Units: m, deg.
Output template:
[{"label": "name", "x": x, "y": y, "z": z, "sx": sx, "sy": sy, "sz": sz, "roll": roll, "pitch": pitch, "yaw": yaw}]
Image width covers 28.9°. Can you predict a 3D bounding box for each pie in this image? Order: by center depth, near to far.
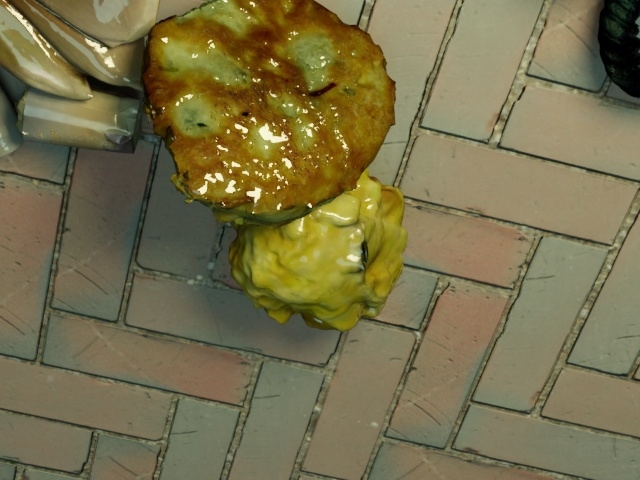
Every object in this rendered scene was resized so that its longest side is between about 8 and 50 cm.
[{"label": "pie", "x": -0.064, "y": -0.163, "z": 1.498, "sx": 0.288, "sy": 0.354, "sz": 0.103, "roll": 54, "pitch": 147, "yaw": 6}]

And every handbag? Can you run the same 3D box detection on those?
[{"label": "handbag", "x": -0.321, "y": -0.162, "z": 1.625, "sx": 0.173, "sy": 0.117, "sz": 0.095, "roll": 14, "pitch": 80, "yaw": -5}]

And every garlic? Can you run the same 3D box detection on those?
[{"label": "garlic", "x": -0.321, "y": -0.329, "z": 1.503, "sx": 0.325, "sy": 0.132, "sz": 0.279, "roll": 30, "pitch": 120, "yaw": -14}]

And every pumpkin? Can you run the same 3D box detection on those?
[{"label": "pumpkin", "x": 0.430, "y": -0.262, "z": 1.520, "sx": 0.194, "sy": 0.150, "sz": 0.194, "roll": 1, "pitch": 102, "yaw": 5}]

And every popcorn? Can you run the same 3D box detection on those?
[{"label": "popcorn", "x": 0.000, "y": 0.000, "z": 1.661, "sx": 0.252, "sy": 0.215, "sz": 0.286, "roll": -45, "pitch": 153, "yaw": -4}]

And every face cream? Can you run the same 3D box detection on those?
[{"label": "face cream", "x": -0.465, "y": -0.201, "z": 1.638, "sx": 0.084, "sy": 0.057, "sz": 0.198, "roll": -21, "pitch": 121, "yaw": 15}]
